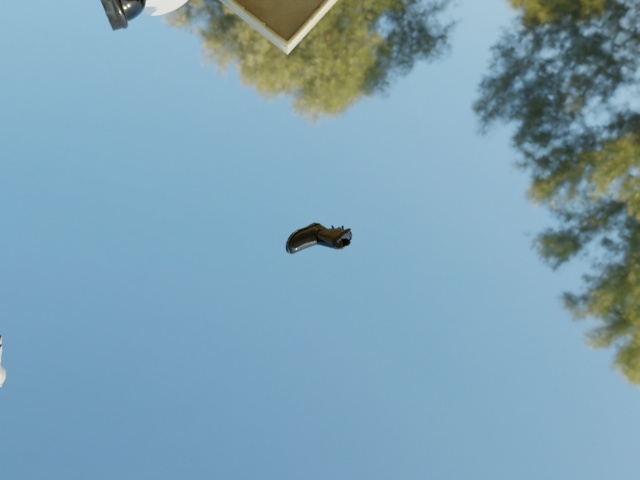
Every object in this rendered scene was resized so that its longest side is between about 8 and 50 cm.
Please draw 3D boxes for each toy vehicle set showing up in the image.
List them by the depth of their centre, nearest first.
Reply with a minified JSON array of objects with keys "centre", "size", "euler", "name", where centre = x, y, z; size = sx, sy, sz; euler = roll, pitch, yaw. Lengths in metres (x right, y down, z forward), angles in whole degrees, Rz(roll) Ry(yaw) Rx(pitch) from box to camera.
[{"centre":[-0.035,-0.473,1.452],"size":[0.166,0.267,0.035],"euler":[40,171,4],"name":"toy vehicle set"}]

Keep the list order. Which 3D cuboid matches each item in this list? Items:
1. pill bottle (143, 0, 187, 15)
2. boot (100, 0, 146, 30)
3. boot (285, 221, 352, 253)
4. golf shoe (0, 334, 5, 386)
[{"centre":[-0.399,-0.659,1.852],"size":[0.169,0.169,0.302],"euler":[-20,-99,-49],"name":"pill bottle"},{"centre":[-0.241,-0.508,1.292],"size":[0.260,0.348,0.131],"euler":[-10,173,-4],"name":"boot"},{"centre":[0.000,0.001,1.741],"size":[0.099,0.045,0.121],"euler":[15,-147,36],"name":"boot"},{"centre":[-0.569,0.204,1.447],"size":[0.069,0.086,0.176],"euler":[35,167,4],"name":"golf shoe"}]
